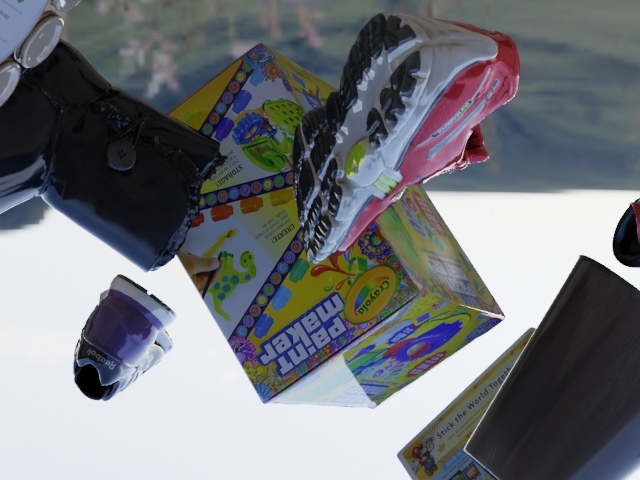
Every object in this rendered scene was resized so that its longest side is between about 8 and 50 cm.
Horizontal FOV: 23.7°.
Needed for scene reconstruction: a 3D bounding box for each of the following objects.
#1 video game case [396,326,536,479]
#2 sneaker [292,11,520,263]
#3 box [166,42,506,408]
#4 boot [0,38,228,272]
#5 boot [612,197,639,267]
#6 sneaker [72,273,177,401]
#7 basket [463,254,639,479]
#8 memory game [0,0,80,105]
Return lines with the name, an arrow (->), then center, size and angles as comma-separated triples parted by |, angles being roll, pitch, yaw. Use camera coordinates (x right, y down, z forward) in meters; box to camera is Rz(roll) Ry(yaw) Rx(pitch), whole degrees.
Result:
video game case -> 0.215, 0.245, 1.696 | 0.026, 0.227, 0.206 | 24, -154, -50
sneaker -> 0.059, -0.062, 1.098 | 0.118, 0.107, 0.279 | 0, 156, -22
box -> 0.000, 0.000, 1.460 | 0.177, 0.279, 0.290 | -36, 163, 14
boot -> -0.206, -0.036, 1.209 | 0.207, 0.246, 0.094 | 37, 150, -12
boot -> 0.395, -0.039, 1.437 | 0.176, 0.088, 0.244 | 9, 144, -33
sneaker -> -0.247, 0.128, 1.772 | 0.107, 0.124, 0.283 | 34, 165, 3
basket -> 0.264, 0.166, 1.513 | 0.204, 0.227, 0.154 | 41, 177, -1
memory game -> -0.174, -0.126, 0.811 | 0.012, 0.186, 0.186 | 36, -164, 9
